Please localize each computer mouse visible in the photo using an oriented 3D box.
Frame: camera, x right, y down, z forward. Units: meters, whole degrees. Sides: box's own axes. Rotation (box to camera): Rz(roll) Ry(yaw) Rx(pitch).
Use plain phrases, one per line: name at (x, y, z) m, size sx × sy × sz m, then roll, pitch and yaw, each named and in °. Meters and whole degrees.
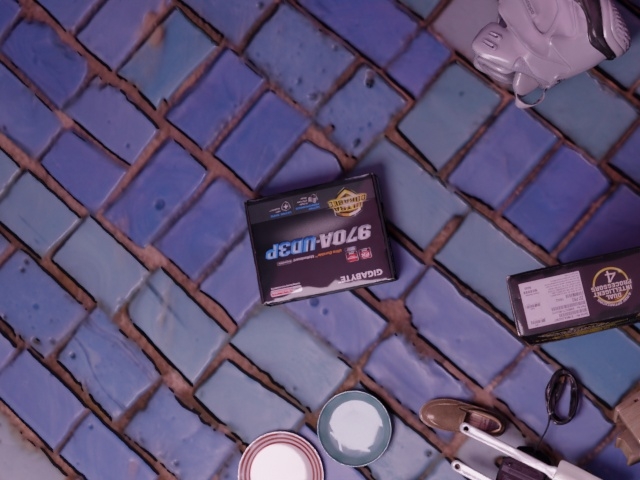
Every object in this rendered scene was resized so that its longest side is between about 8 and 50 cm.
computer mouse at (0.332, 0.310, 1.848) m, size 0.071 × 0.041 × 0.242 m, roll 26°, pitch 84°, yaw 15°

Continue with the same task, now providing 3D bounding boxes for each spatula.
spatula at (0.290, 0.385, 1.798) m, size 0.242 × 0.019 × 0.168 m, roll 24°, pitch 92°, yaw 20°

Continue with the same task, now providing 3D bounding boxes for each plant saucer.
plant saucer at (0.055, 0.297, 1.913) m, size 0.119 × 0.021 × 0.119 m, roll -1°, pitch 84°, yaw 13°

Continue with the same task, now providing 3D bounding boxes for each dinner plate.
dinner plate at (-0.063, 0.376, 1.934) m, size 0.141 × 0.017 × 0.141 m, roll -1°, pitch 85°, yaw 12°

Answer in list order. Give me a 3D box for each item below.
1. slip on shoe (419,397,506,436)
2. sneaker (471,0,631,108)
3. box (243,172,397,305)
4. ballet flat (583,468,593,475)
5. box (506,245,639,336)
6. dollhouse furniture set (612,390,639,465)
slip on shoe at (0.218, 0.276, 1.868) m, size 0.135 × 0.041 × 0.051 m, roll 13°, pitch 88°, yaw 13°
sneaker at (0.292, -0.384, 1.866) m, size 0.210 × 0.137 × 0.365 m, roll -37°, pitch 82°, yaw 4°
box at (0.000, 0.000, 1.938) m, size 0.220 × 0.051 × 0.175 m, roll -11°, pitch 82°, yaw 11°
ballet flat at (0.370, 0.442, 1.816) m, size 0.067 × 0.073 × 0.206 m, roll 28°, pitch 94°, yaw -14°
box at (0.467, 0.059, 1.693) m, size 0.395 × 0.318 × 0.097 m, roll -14°, pitch 82°, yaw 10°
dollhouse furniture set at (0.563, 0.353, 1.702) m, size 0.198 × 0.303 × 0.286 m, roll -27°, pitch 61°, yaw -8°
